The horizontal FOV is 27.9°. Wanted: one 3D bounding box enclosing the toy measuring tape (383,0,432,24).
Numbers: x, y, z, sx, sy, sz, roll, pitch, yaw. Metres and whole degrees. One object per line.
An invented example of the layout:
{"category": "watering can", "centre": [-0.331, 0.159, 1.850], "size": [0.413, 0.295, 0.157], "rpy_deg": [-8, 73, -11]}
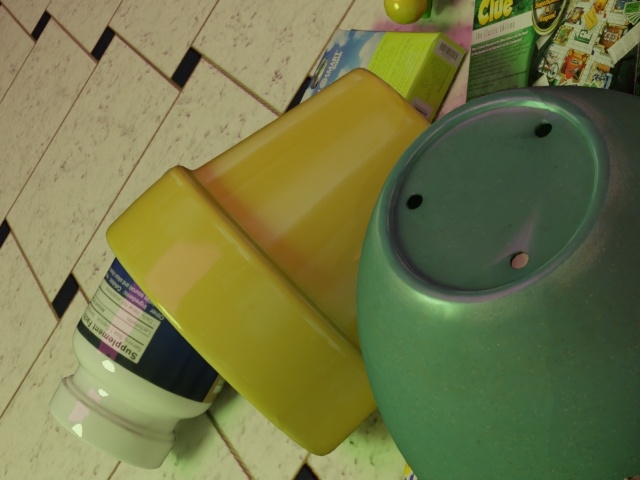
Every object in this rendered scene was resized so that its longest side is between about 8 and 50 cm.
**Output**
{"category": "toy measuring tape", "centre": [0.100, -0.355, 1.254], "size": [0.121, 0.121, 0.330], "rpy_deg": [-23, 49, 46]}

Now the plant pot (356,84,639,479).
{"category": "plant pot", "centre": [0.135, 0.021, 0.752], "size": [0.290, 0.195, 0.290], "rpy_deg": [-17, 52, 23]}

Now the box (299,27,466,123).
{"category": "box", "centre": [0.052, -0.147, 1.236], "size": [0.178, 0.042, 0.109], "rpy_deg": [17, 80, 59]}

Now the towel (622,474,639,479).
{"category": "towel", "centre": [0.181, 0.185, 0.687], "size": [0.110, 0.148, 0.027], "rpy_deg": [-58, 39, 7]}

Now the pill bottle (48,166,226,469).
{"category": "pill bottle", "centre": [-0.144, 0.076, 1.240], "size": [0.264, 0.153, 0.153], "rpy_deg": [-60, 31, 3]}

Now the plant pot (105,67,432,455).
{"category": "plant pot", "centre": [0.000, 0.000, 1.025], "size": [0.239, 0.254, 0.254], "rpy_deg": [-45, 32, 0]}

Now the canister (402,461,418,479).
{"category": "canister", "centre": [0.102, 0.194, 0.868], "size": [0.126, 0.073, 0.169], "rpy_deg": [-13, 57, 50]}

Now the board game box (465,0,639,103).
{"category": "board game box", "centre": [0.178, -0.142, 0.970], "size": [0.260, 0.030, 0.136], "rpy_deg": [-178, 93, -71]}
